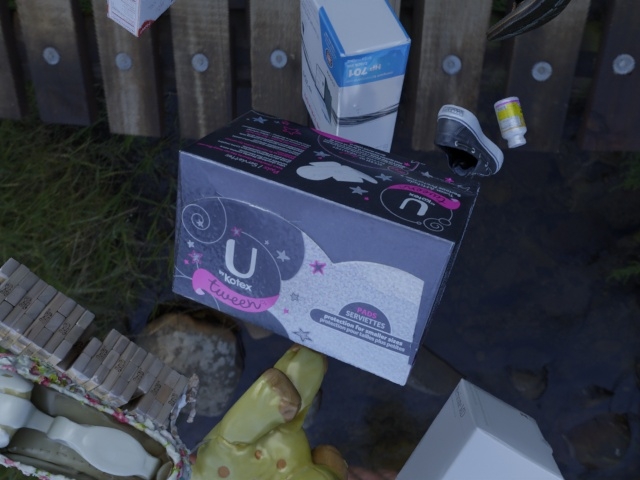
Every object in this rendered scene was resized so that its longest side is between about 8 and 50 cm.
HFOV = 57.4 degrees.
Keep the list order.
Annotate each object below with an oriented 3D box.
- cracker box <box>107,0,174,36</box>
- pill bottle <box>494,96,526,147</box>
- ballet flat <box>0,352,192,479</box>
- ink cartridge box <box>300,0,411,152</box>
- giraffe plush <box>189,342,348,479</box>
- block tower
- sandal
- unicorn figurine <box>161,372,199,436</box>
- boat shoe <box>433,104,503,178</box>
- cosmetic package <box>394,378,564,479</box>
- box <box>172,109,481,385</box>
[{"bbox_3d":[-0.264,-0.457,0.927,0.067,0.155,0.232,34,153,-6],"label":"cracker box"},{"bbox_3d":[0.339,-0.209,1.037,0.043,0.043,0.083,-14,86,12],"label":"pill bottle"},{"bbox_3d":[-0.210,0.143,0.456,0.241,0.091,0.077,23,154,-13],"label":"ballet flat"},{"bbox_3d":[0.033,-0.197,0.688,0.082,0.139,0.190,-15,151,-11],"label":"ink cartridge box"},{"bbox_3d":[-0.035,0.243,0.637,0.170,0.210,0.181,44,139,7],"label":"giraffe plush"},{"bbox_3d":[-0.380,0.174,0.923,0.335,0.097,0.091,42,137,-17],"label":"block tower"},{"bbox_3d":[0.328,-0.371,0.860,0.090,0.060,0.219,-13,166,-25],"label":"sandal"},{"bbox_3d":[-0.265,0.291,1.058,0.162,0.111,0.060,-29,131,23],"label":"unicorn figurine"},{"bbox_3d":[0.242,-0.141,0.968,0.080,0.228,0.076,19,85,30],"label":"boat shoe"},{"bbox_3d":[0.207,0.437,0.944,0.155,0.197,0.365,29,100,2],"label":"cosmetic package"},{"bbox_3d":[0.000,0.000,0.558,0.247,0.142,0.163,20,122,15],"label":"box"}]
